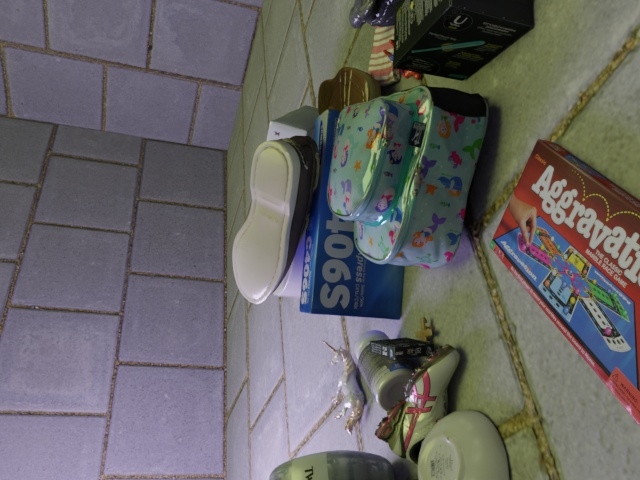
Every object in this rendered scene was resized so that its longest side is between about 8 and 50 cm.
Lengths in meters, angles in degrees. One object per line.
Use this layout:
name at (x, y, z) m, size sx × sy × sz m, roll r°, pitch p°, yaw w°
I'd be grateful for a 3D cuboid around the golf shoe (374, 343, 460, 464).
golf shoe at (0.154, 0.230, 0.790) m, size 0.086 × 0.067 × 0.186 m, roll 36°, pitch 115°, yaw 24°

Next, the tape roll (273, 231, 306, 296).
tape roll at (0.000, 0.000, 1.166) m, size 0.246 × 0.169 × 0.246 m, roll -174°, pitch 90°, yaw -73°

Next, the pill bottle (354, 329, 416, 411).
pill bottle at (0.105, 0.206, 0.904) m, size 0.137 × 0.078 × 0.078 m, roll -125°, pitch 44°, yaw -64°

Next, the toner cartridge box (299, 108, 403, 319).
toner cartridge box at (0.064, -0.041, 0.983) m, size 0.075 × 0.165 × 0.348 m, roll 169°, pitch 106°, yaw -71°

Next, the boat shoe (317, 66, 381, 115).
boat shoe at (0.072, -0.305, 1.183) m, size 0.285 × 0.089 × 0.104 m, roll -142°, pitch 53°, yaw -68°

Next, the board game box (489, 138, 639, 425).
board game box at (0.263, 0.021, 0.547) m, size 0.281 × 0.027 × 0.145 m, roll -111°, pitch 33°, yaw -56°

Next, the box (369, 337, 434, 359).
box at (0.121, 0.161, 0.841) m, size 0.083 × 0.067 × 0.018 m, roll 171°, pitch 97°, yaw -68°

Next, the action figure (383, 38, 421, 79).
action figure at (0.152, -0.322, 1.013) m, size 0.038 × 0.030 × 0.115 m, roll -54°, pitch 41°, yaw 29°

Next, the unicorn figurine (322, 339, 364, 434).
unicorn figurine at (0.051, 0.288, 1.105) m, size 0.162 × 0.060 × 0.111 m, roll 51°, pitch 134°, yaw 45°

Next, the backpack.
backpack at (0.117, -0.087, 0.814) m, size 0.225 × 0.191 × 0.253 m, roll -152°, pitch 64°, yaw -71°

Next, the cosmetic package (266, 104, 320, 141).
cosmetic package at (-0.074, -0.124, 1.389) m, size 0.284 × 0.097 × 0.377 m, roll -50°, pitch -24°, yaw -64°

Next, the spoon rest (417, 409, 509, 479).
spoon rest at (0.170, 0.337, 0.658) m, size 0.137 × 0.084 × 0.276 m, roll -38°, pitch 34°, yaw 44°

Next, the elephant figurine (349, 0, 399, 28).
elephant figurine at (0.126, -0.438, 0.976) m, size 0.186 × 0.169 × 0.239 m, roll -54°, pitch -14°, yaw -47°

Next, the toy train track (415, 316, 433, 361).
toy train track at (0.163, 0.158, 0.846) m, size 0.048 × 0.014 × 0.083 m, roll 146°, pitch 122°, yaw -66°

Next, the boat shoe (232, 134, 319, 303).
boat shoe at (-0.076, -0.031, 0.985) m, size 0.116 × 0.097 × 0.324 m, roll 30°, pitch 124°, yaw 24°

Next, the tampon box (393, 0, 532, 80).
tampon box at (0.185, -0.304, 0.757) m, size 0.161 × 0.120 × 0.101 m, roll 152°, pitch 122°, yaw -69°

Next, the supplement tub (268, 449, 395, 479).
supplement tub at (0.030, 0.504, 0.822) m, size 0.207 × 0.207 × 0.338 m, roll 117°, pitch 154°, yaw -49°

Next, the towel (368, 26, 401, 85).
towel at (0.133, -0.408, 1.121) m, size 0.144 × 0.029 × 0.197 m, roll -152°, pitch 69°, yaw -73°
